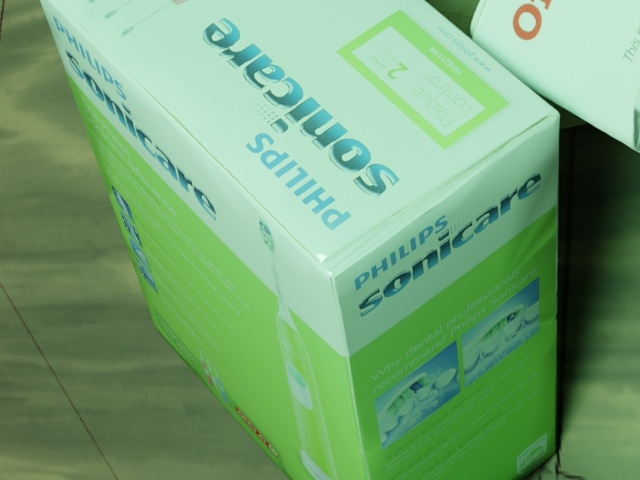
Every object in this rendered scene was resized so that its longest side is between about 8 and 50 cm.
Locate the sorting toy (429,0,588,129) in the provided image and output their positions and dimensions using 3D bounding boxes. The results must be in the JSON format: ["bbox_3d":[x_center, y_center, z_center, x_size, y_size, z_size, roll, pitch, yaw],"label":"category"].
[{"bbox_3d":[0.122,-0.120,0.809,0.274,0.046,0.132,-11,90,44],"label":"sorting toy"}]

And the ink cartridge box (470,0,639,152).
[{"bbox_3d":[0.187,-0.095,0.661,0.219,0.092,0.160,36,117,28],"label":"ink cartridge box"}]

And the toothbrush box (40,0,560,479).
[{"bbox_3d":[0.000,0.000,0.816,0.206,0.122,0.283,45,162,31],"label":"toothbrush box"}]
